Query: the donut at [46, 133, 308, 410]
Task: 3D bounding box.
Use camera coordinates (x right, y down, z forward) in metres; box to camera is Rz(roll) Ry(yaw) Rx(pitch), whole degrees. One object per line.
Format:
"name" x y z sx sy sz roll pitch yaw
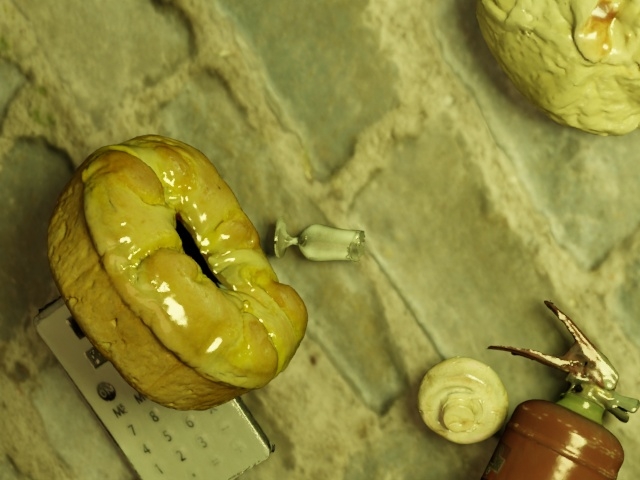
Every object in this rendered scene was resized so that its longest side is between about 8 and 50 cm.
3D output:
"donut" -0.137 0.032 1.105 0.128 0.208 0.261 -35 86 27

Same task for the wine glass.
"wine glass" 0.000 0.000 1.134 0.083 0.039 0.042 4 98 18

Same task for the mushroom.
"mushroom" 0.130 0.147 1.111 0.084 0.067 0.083 3 107 10

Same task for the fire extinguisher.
"fire extinguisher" 0.165 0.220 1.049 0.147 0.106 0.337 26 83 3

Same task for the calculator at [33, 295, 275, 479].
"calculator" -0.175 0.146 1.255 0.161 0.021 0.261 -35 91 26

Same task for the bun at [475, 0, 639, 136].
"bun" 0.223 -0.182 0.940 0.221 0.134 0.220 6 111 17
